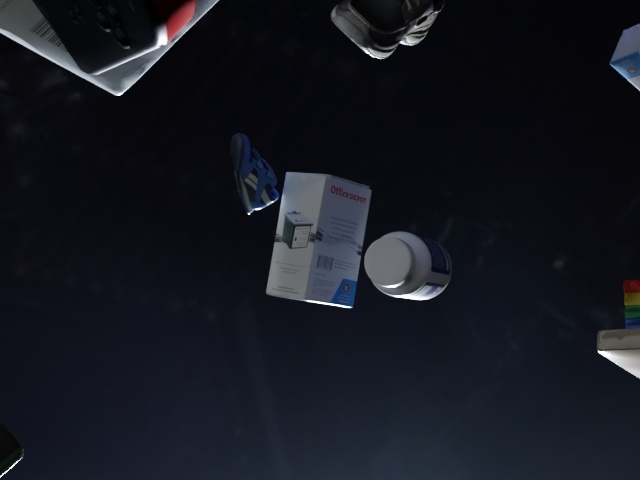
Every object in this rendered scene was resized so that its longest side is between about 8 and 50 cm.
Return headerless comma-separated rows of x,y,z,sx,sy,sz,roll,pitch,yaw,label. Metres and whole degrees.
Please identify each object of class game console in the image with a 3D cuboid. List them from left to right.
-0.270,-0.323,1.138,0.060,0.386,0.342,-39,-165,-21,game console

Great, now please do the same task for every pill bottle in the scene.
0.123,0.036,1.877,0.094,0.169,0.094,-2,-96,21,pill bottle

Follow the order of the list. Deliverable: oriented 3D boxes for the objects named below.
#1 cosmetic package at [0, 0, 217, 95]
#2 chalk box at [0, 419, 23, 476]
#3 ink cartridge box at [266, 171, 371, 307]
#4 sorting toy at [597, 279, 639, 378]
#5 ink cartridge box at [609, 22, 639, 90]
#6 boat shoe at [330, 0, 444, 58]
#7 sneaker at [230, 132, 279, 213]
-0.361,-0.496,1.902,0.327,0.329,0.393,-42,-121,15,cosmetic package
-0.455,0.237,1.384,0.179,0.289,0.180,-34,-176,46,chalk box
0.000,0.000,1.994,0.082,0.140,0.190,6,-94,33,ink cartridge box
0.479,0.103,1.490,0.257,0.255,0.089,-6,-109,29,sorting toy
0.474,-0.208,1.666,0.104,0.181,0.061,-17,-139,57,ink cartridge box
0.129,-0.426,2.359,0.130,0.132,0.355,-51,174,26,boat shoe
-0.097,-0.104,1.917,0.144,0.059,0.053,80,-6,-47,sneaker
